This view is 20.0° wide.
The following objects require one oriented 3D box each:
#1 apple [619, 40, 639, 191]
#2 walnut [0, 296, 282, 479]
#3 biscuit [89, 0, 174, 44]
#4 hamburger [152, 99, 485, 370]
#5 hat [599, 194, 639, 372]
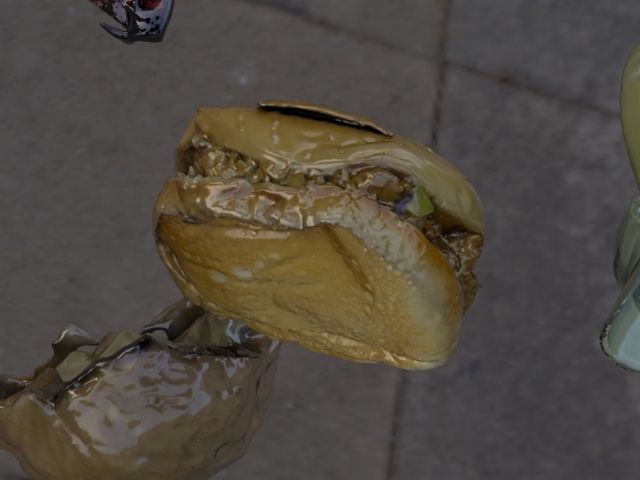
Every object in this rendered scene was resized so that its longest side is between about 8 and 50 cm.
[{"bbox_3d":[0.326,-0.049,1.079,0.257,0.233,0.295,54,17,12],"label":"apple"},{"bbox_3d":[-0.126,0.119,1.279,0.238,0.204,0.141,-22,96,-14],"label":"walnut"},{"bbox_3d":[-0.199,-0.271,1.493,0.235,0.063,0.151,36,57,-41],"label":"biscuit"},{"bbox_3d":[0.001,0.001,1.127,0.214,0.214,0.108,30,61,-27],"label":"hamburger"},{"bbox_3d":[0.258,0.025,1.350,0.166,0.081,0.122,-56,132,-20],"label":"hat"}]
